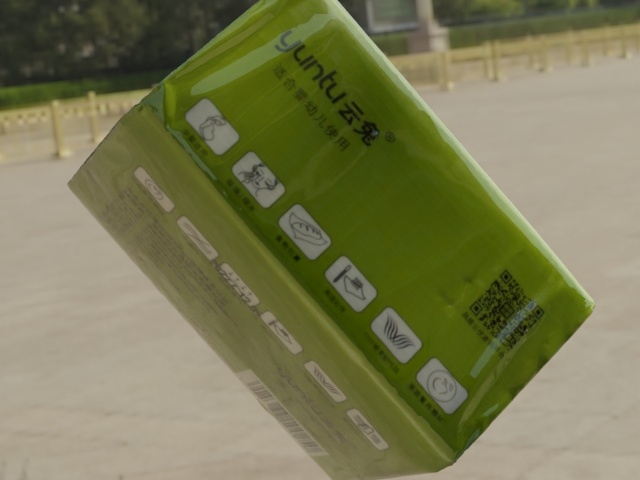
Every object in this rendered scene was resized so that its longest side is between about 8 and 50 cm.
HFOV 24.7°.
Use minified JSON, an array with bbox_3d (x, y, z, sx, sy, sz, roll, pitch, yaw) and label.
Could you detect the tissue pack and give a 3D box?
[{"bbox_3d":[0.000,0.000,0.927,0.167,0.275,0.200,-42,5,-25],"label":"tissue pack"}]
